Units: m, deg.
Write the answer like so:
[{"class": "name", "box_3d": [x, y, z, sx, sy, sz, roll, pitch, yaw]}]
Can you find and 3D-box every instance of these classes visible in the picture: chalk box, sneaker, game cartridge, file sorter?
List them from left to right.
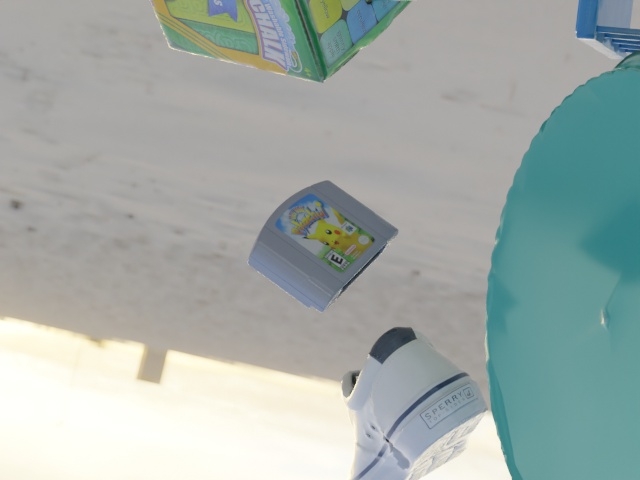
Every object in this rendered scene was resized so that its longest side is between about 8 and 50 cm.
[{"class": "chalk box", "box_3d": [-0.018, -0.208, 1.040, 0.213, 0.132, 0.132, 18, 140, 40]}, {"class": "game cartridge", "box_3d": [0.000, 0.000, 0.749, 0.056, 0.017, 0.083, 33, -140, 11]}, {"class": "sneaker", "box_3d": [0.059, 0.130, 1.073, 0.094, 0.091, 0.258, -26, 163, -21]}, {"class": "file sorter", "box_3d": [0.223, -0.170, 0.872, 0.104, 0.118, 0.170, 8, -175, 17]}]

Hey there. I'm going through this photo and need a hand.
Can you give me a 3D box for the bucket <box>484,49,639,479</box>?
[{"class": "bucket", "box_3d": [0.215, 0.040, 0.709, 0.183, 0.281, 0.281, 4, -176, -21]}]
